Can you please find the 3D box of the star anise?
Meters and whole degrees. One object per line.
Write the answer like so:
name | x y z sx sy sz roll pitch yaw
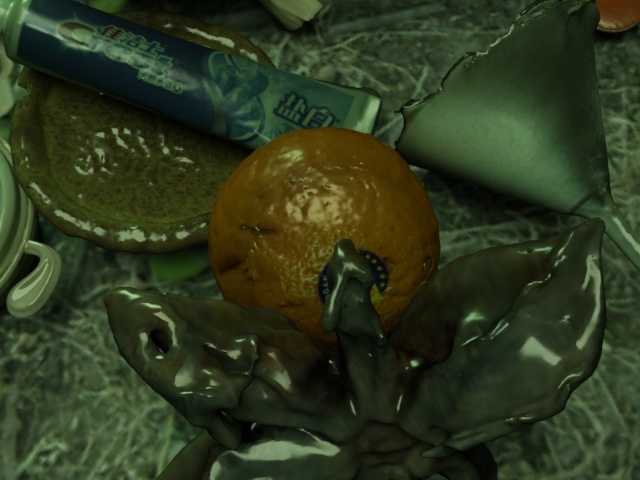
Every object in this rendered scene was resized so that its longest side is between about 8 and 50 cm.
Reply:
star anise | 0.011 0.091 0.440 0.257 0.198 0.111 -9 34 -1

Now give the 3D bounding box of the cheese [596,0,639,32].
cheese | 0.151 -0.246 0.642 0.106 0.037 0.256 -42 71 -10

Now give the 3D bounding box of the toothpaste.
toothpaste | -0.092 -0.103 0.560 0.268 0.047 0.069 19 46 -10

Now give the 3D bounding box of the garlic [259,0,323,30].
garlic | -0.080 -0.230 0.593 0.218 0.218 0.212 -36 105 -10

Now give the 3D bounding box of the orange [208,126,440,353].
orange | 0.000 -0.002 0.515 0.135 0.136 0.117 -27 37 -6

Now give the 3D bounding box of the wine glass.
wine glass | 0.166 -0.009 0.501 0.156 0.156 0.232 -34 76 -9

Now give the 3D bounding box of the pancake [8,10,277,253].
pancake | -0.108 -0.078 0.580 0.199 0.021 0.199 6 63 -12

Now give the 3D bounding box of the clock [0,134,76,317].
clock | -0.254 -0.008 0.566 0.191 0.062 0.152 1 69 4
